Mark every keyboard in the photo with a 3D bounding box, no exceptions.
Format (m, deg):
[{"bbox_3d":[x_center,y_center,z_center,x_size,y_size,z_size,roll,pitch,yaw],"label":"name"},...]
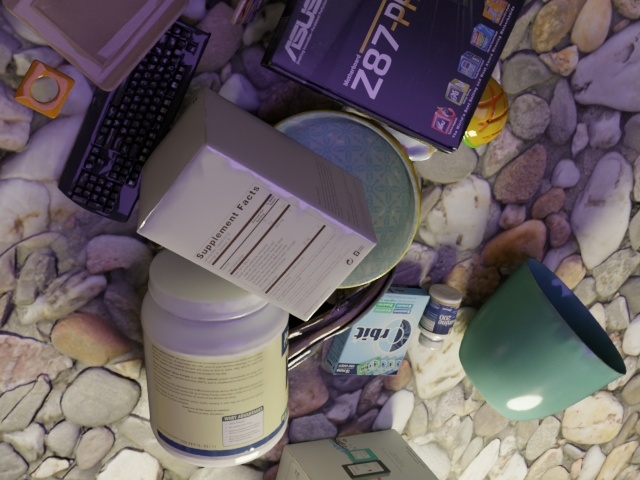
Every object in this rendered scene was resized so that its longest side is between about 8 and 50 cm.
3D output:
[{"bbox_3d":[-0.241,-0.168,1.539,0.202,0.033,0.317,19,107,-24],"label":"keyboard"}]

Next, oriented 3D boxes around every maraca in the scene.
[{"bbox_3d":[0.267,-0.237,1.792,0.127,0.099,0.185,-65,148,-19],"label":"maraca"}]

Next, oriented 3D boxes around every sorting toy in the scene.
[{"bbox_3d":[-0.306,-0.328,1.417,0.347,0.047,0.196,-49,125,-1],"label":"sorting toy"}]

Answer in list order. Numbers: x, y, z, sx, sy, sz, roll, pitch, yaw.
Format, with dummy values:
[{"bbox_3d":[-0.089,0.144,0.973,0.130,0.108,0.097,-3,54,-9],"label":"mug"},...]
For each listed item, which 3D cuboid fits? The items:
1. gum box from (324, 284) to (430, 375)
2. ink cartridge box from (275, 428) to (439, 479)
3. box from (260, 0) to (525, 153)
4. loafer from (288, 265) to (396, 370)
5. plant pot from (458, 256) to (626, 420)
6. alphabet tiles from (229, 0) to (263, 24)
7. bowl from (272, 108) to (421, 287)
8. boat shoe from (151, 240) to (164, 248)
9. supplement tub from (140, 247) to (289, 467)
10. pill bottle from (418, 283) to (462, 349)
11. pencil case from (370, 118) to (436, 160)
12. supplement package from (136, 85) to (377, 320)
[{"bbox_3d":[0.109,0.171,1.992,0.157,0.041,0.184,6,115,-35],"label":"gum box"},{"bbox_3d":[0.064,0.525,2.078,0.270,0.197,0.198,-2,118,-31],"label":"ink cartridge box"},{"bbox_3d":[0.135,-0.370,1.534,0.318,0.097,0.394,24,95,-14],"label":"box"},{"bbox_3d":[0.001,0.115,1.851,0.302,0.109,0.095,-41,127,-1],"label":"loafer"},{"bbox_3d":[0.419,0.219,2.069,0.235,0.293,0.293,-42,133,17],"label":"plant pot"},{"bbox_3d":[-0.027,-0.445,1.397,0.011,0.285,0.342,29,103,-2],"label":"alphabet tiles"},{"bbox_3d":[0.034,-0.083,1.691,0.156,0.290,0.289,-44,154,-66],"label":"bowl"},{"bbox_3d":[-0.213,-0.049,1.645,0.048,0.056,0.153,29,90,-43],"label":"boat shoe"},{"bbox_3d":[-0.169,0.178,1.690,0.235,0.235,0.324,-15,125,-25],"label":"supplement tub"},{"bbox_3d":[0.231,0.151,2.039,0.067,0.067,0.120,-2,118,-32],"label":"pill bottle"},{"bbox_3d":[0.160,-0.269,1.702,0.124,0.113,0.273,9,116,-10],"label":"pencil case"},{"bbox_3d":[-0.094,-0.051,1.499,0.293,0.177,0.175,30,116,-24],"label":"supplement package"}]
